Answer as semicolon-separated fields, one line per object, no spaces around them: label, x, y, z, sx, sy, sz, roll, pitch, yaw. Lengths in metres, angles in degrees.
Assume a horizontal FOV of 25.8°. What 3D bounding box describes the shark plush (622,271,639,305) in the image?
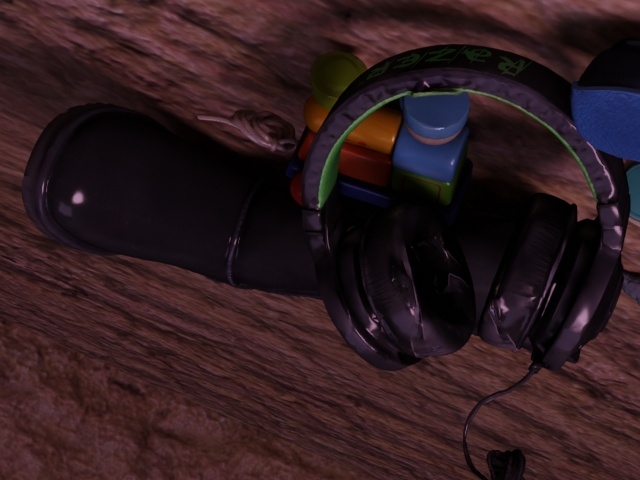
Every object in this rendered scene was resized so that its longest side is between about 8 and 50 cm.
shark plush;0.342;0.048;1.328;0.161;0.073;0.067;33;150;34

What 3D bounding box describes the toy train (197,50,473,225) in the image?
toy train;0.006;-0.102;1.160;0.248;0.105;0.143;18;151;9

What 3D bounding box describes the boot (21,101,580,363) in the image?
boot;0.001;0.000;1.303;0.445;0.146;0.367;16;180;28

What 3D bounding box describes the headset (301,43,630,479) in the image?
headset;0.114;0.051;1.069;0.243;0.185;0.394;-1;122;20

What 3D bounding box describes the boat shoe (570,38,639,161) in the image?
boat shoe;0.296;-0.087;0.911;0.258;0.089;0.109;22;145;17

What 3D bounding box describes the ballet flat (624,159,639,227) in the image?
ballet flat;0.345;-0.031;1.040;0.248;0.086;0.086;11;159;31
